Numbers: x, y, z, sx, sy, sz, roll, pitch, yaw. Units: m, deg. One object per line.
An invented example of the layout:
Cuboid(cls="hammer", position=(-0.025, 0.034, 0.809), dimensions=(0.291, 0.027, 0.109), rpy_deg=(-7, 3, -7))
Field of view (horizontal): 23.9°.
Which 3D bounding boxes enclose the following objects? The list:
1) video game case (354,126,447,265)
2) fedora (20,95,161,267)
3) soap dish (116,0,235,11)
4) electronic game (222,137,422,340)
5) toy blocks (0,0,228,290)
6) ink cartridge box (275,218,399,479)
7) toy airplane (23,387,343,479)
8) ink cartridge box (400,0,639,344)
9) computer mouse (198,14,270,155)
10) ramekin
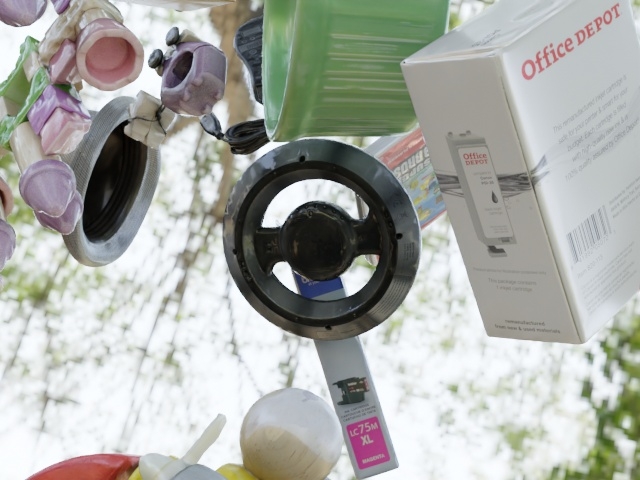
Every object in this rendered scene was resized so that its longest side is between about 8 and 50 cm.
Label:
Cuboid(cls="video game case", position=(0.141, -0.094, 2.319), dimensions=(0.025, 0.204, 0.285), rpy_deg=(46, -16, 27))
Cuboid(cls="fedora", position=(-0.334, -0.096, 2.125), dimensions=(0.124, 0.244, 0.275), rpy_deg=(20, -8, 14))
Cuboid(cls="soap dish", position=(-0.250, -0.445, 2.020), dimensions=(0.229, 0.291, 0.118), rpy_deg=(1, -25, -41))
Cuboid(cls="electronic game", position=(0.000, 0.000, 1.677), dimensions=(0.229, 0.229, 0.048), rpy_deg=(9, 14, 15))
Cuboid(cls="toy blocks", position=(-0.259, -0.102, 1.485), dimensions=(0.309, 0.260, 0.288), rpy_deg=(29, -72, -35))
Cuboid(cls="ink cartridge box", position=(0.018, 0.118, 1.815), dimensions=(0.065, 0.311, 0.186), rpy_deg=(-20, 4, -1))
Cuboid(cls="toy airplane", position=(-0.029, 0.259, 1.228), dimensions=(0.384, 0.272, 0.386), rpy_deg=(19, -7, -26))
Cuboid(cls="ink cartridge box", position=(0.212, -0.078, 1.377), dimensions=(0.117, 0.207, 0.283), rpy_deg=(1, -62, 45))
Cuboid(cls="computer mouse", position=(-0.085, -0.203, 2.058), dimensions=(0.184, 0.262, 0.060), rpy_deg=(-24, -47, -5))
Cuboid(cls="ramekin", position=(0.033, -0.244, 1.506), dimensions=(0.148, 0.303, 0.303), rpy_deg=(3, -25, -8))
